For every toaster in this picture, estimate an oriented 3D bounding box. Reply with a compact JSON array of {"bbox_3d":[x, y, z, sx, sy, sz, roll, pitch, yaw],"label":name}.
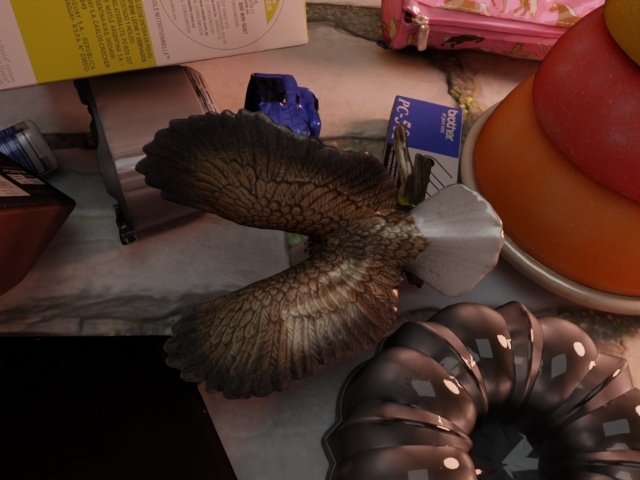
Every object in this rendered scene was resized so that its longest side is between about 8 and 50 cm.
[{"bbox_3d":[-0.190,-0.110,0.636,0.146,0.129,0.227,-17,59,-18],"label":"toaster"}]

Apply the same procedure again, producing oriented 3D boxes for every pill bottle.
[{"bbox_3d":[-0.388,-0.092,0.642,0.120,0.067,0.067,-33,66,-23],"label":"pill bottle"}]

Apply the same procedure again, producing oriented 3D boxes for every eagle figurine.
[{"bbox_3d":[-0.005,0.006,0.527,0.298,0.225,0.226,-7,49,-33],"label":"eagle figurine"}]

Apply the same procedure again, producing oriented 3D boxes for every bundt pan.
[{"bbox_3d":[0.168,0.196,0.474,0.330,0.124,0.331,2,58,-4],"label":"bundt pan"}]

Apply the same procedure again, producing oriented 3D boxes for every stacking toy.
[{"bbox_3d":[0.362,-0.171,0.511,0.350,0.480,0.351,2,58,-3],"label":"stacking toy"}]

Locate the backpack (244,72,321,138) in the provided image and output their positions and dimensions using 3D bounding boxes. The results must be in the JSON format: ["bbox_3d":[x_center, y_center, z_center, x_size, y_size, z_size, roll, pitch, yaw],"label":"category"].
[{"bbox_3d":[-0.050,-0.144,0.686,0.101,0.098,0.120,-1,57,-10],"label":"backpack"}]

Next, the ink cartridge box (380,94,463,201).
[{"bbox_3d":[0.127,-0.095,0.700,0.097,0.046,0.207,13,57,2],"label":"ink cartridge box"}]

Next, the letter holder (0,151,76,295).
[{"bbox_3d":[-0.384,0.017,0.447,0.152,0.302,0.214,34,93,-5],"label":"letter holder"}]

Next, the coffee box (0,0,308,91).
[{"bbox_3d":[-0.228,-0.388,0.613,0.334,0.338,0.337,-14,28,-14],"label":"coffee box"}]

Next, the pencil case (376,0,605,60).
[{"bbox_3d":[0.285,-0.345,0.807,0.386,0.160,0.167,7,86,-1],"label":"pencil case"}]

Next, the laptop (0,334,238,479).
[{"bbox_3d":[-0.272,0.261,0.351,0.407,0.236,0.382,5,21,-31],"label":"laptop"}]
